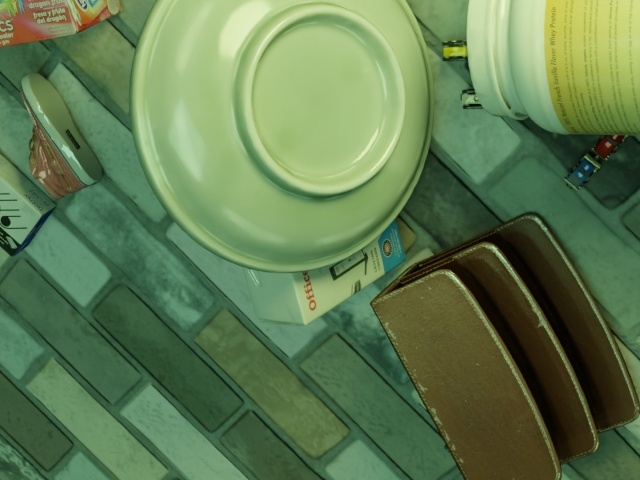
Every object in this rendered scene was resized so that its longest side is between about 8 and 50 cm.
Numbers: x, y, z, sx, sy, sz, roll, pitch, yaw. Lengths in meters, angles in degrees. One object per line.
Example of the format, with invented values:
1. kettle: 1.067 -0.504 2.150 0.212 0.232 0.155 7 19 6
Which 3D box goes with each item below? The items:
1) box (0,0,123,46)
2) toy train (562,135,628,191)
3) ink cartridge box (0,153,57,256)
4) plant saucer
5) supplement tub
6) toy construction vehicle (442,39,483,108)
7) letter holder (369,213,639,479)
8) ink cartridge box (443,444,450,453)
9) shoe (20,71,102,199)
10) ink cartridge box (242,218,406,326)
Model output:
1. box: -0.408 -0.325 1.794 0.257 0.128 0.122 -5 111 25
2. toy train: 0.343 -0.115 1.623 0.027 0.036 0.158 40 122 2
3. ink cartridge box: -0.492 -0.082 1.988 0.207 0.046 0.097 42 121 1
4. plant saucer: -0.016 -0.158 1.557 0.100 0.400 0.400 7 122 60
5. supplement tub: 0.337 -0.223 1.456 0.316 0.228 0.228 4 114 28
6. toy construction vehicle: 0.200 -0.204 1.651 0.098 0.035 0.085 -1 101 21
7. letter holder: 0.241 0.146 1.702 0.214 0.152 0.301 -26 95 28
8. ink cartridge box: 0.226 0.260 1.847 0.063 0.029 0.115 40 122 2
9. shoe: -0.383 -0.142 1.903 0.081 0.063 0.178 -24 106 25
10. ink cartridge box: 0.000 0.000 1.716 0.086 0.203 0.148 3 116 44
